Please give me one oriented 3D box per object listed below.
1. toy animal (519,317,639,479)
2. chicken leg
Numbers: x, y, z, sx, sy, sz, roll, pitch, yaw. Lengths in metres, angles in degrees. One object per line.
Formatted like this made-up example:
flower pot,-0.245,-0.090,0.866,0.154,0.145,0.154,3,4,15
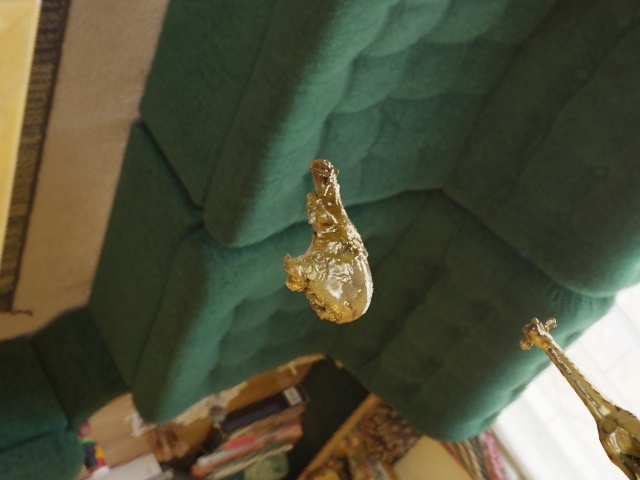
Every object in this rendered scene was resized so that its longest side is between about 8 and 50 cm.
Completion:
toy animal,0.297,0.190,0.851,0.054,0.276,0.149,-41,136,13
chicken leg,0.003,0.000,1.008,0.101,0.208,0.085,-8,159,-2
